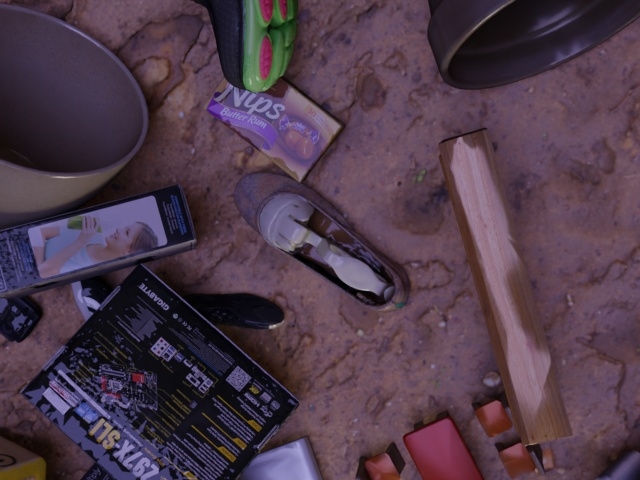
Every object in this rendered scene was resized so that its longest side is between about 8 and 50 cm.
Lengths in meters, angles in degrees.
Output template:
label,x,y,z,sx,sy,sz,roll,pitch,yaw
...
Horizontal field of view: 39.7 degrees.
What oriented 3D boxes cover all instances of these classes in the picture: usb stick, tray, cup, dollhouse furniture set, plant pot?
label,x,y,z,sx,sy,sz,roll,pitch,yaw
usb stick,-0.580,0.058,1.449,0.278,0.045,0.077,39,95,3
tray,0.252,0.052,1.233,0.076,0.203,0.411,-16,95,12
cup,-0.447,-0.144,1.290,0.331,0.331,0.237,40,130,2
dollhouse furniture set,0.215,0.388,1.318,0.262,0.135,0.259,-28,92,12
plant pot,0.254,-0.395,1.145,0.323,0.323,0.281,-24,76,11

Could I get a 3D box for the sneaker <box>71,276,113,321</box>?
label,x,y,z,sx,sy,sz,roll,pitch,yaw
sneaker,-0.310,0.109,1.405,0.121,0.079,0.217,-20,90,-3

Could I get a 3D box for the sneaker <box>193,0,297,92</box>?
label,x,y,z,sx,sy,sz,roll,pitch,yaw
sneaker,-0.173,-0.427,1.266,0.202,0.185,0.483,-22,84,19

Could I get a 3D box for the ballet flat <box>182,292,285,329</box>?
label,x,y,z,sx,sy,sz,roll,pitch,yaw
ballet flat,-0.139,0.114,1.391,0.173,0.058,0.049,6,137,10

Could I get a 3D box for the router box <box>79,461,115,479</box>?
label,x,y,z,sx,sy,sz,roll,pitch,yaw
router box,-0.276,0.450,1.347,0.243,0.081,0.309,39,79,14

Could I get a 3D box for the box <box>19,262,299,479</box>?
label,x,y,z,sx,sy,sz,roll,pitch,yaw
box,-0.230,0.232,1.306,0.322,0.079,0.257,40,80,5

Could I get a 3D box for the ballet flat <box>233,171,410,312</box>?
label,x,y,z,sx,sy,sz,roll,pitch,yaw
ballet flat,0.000,0.000,1.316,0.316,0.106,0.108,32,101,4

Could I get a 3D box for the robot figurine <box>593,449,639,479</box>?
label,x,y,z,sx,sy,sz,roll,pitch,yaw
robot figurine,0.498,0.479,1.252,0.299,0.199,0.354,-11,98,51

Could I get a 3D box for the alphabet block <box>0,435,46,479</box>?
label,x,y,z,sx,sy,sz,roll,pitch,yaw
alphabet block,-0.566,0.422,1.390,0.197,0.192,0.194,11,103,38

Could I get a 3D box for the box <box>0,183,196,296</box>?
label,x,y,z,sx,sy,sz,roll,pitch,yaw
box,-0.331,0.004,1.293,0.289,0.169,0.087,-15,87,-9

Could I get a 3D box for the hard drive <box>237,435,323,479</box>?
label,x,y,z,sx,sy,sz,roll,pitch,yaw
hard drive,-0.063,0.495,1.393,0.210,0.040,0.319,-22,81,11

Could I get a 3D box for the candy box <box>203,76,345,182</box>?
label,x,y,z,sx,sy,sz,roll,pitch,yaw
candy box,-0.069,-0.187,1.329,0.186,0.053,0.109,38,102,1
